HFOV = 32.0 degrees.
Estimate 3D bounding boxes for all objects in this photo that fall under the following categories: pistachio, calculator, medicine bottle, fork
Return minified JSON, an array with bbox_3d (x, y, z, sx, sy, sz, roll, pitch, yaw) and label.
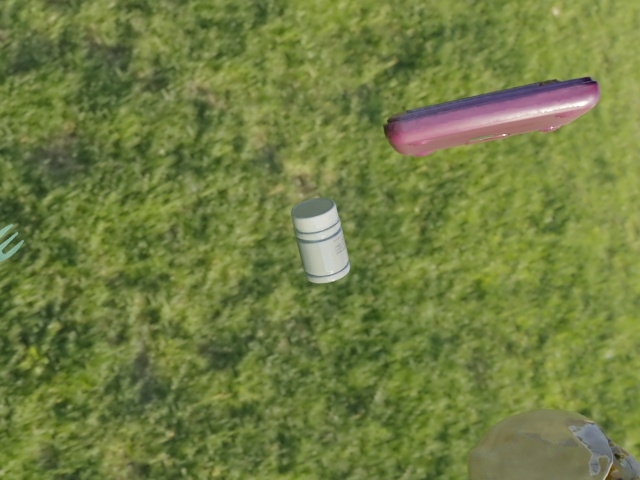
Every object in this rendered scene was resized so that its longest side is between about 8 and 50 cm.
[{"bbox_3d":[0.278,0.279,1.329,0.157,0.229,0.157,8,76,-35],"label":"pistachio"},{"bbox_3d":[0.102,-0.076,0.702,0.190,0.126,0.034,-52,132,-82],"label":"calculator"},{"bbox_3d":[0.000,0.000,1.366,0.058,0.058,0.091,-57,139,-56],"label":"medicine bottle"},{"bbox_3d":[-0.450,0.039,1.478,0.039,0.021,0.235,56,18,-17],"label":"fork"}]
